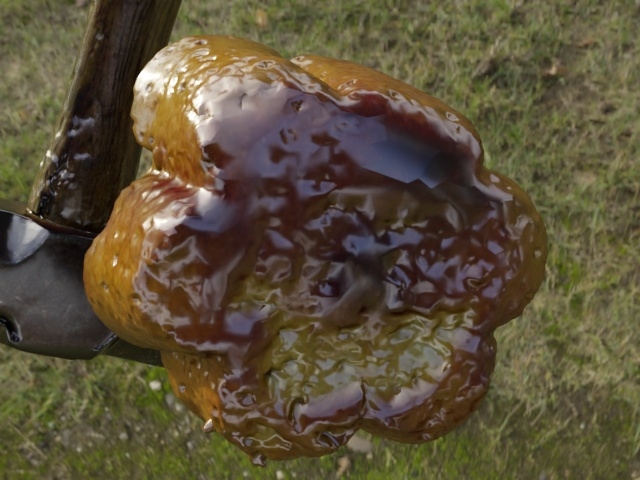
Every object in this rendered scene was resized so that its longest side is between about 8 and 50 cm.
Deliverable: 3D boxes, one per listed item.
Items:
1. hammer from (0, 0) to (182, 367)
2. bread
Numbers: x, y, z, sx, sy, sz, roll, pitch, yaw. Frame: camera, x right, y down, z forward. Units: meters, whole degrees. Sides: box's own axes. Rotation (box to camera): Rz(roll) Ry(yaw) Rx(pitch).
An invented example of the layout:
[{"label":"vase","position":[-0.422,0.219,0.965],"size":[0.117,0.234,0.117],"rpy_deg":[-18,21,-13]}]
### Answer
[{"label":"hammer","position":[-0.139,-0.116,0.670],"size":[0.095,0.242,0.409],"rpy_deg":[28,103,60]},{"label":"bread","position":[0.002,0.013,0.535],"size":[0.246,0.135,0.232],"rpy_deg":[16,93,-19]}]
